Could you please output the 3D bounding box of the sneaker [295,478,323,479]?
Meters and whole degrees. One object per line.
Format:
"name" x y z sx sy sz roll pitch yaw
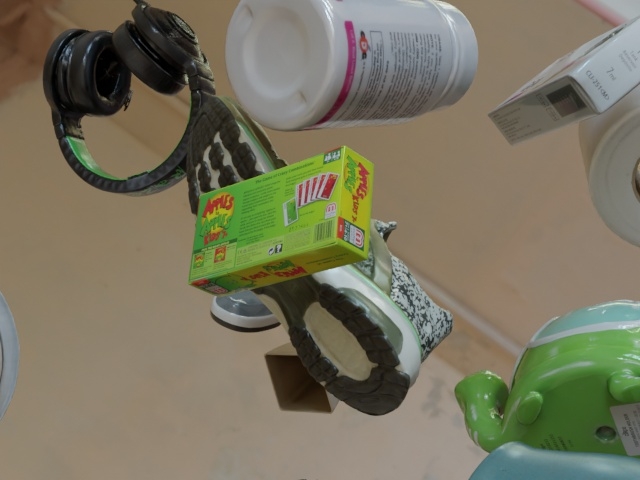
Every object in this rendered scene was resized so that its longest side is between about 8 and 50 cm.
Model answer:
"sneaker" 0.048 0.390 1.305 0.110 0.292 0.118 -9 -76 -38

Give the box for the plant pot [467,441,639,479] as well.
"plant pot" 0.266 0.328 1.041 0.271 0.255 0.272 -24 -57 -45

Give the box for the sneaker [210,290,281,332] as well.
"sneaker" -0.045 0.008 1.534 0.295 0.123 0.179 -35 -37 -56

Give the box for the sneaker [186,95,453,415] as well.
"sneaker" 0.000 0.000 1.223 0.182 0.410 0.158 -25 -14 -46

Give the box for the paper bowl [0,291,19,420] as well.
"paper bowl" -0.498 0.144 1.272 0.148 0.284 0.284 -5 38 51

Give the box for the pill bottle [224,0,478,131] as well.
"pill bottle" 0.045 -0.205 1.180 0.283 0.160 0.160 -10 -40 -49

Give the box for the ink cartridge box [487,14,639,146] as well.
"ink cartridge box" 0.339 -0.214 1.232 0.239 0.060 0.275 -39 4 -8

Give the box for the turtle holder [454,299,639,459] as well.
"turtle holder" 0.354 0.210 1.390 0.320 0.243 0.227 -45 13 37

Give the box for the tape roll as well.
"tape roll" 0.490 -0.126 1.486 0.246 0.246 0.169 -59 9 30

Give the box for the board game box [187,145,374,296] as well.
"board game box" -0.037 -0.013 0.952 0.181 0.043 0.092 -15 59 38

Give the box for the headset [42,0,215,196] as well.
"headset" -0.269 -0.256 1.544 0.243 0.394 0.185 -15 -9 21

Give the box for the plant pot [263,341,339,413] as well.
"plant pot" -0.014 0.216 1.779 0.096 0.109 0.109 -37 -62 -51
